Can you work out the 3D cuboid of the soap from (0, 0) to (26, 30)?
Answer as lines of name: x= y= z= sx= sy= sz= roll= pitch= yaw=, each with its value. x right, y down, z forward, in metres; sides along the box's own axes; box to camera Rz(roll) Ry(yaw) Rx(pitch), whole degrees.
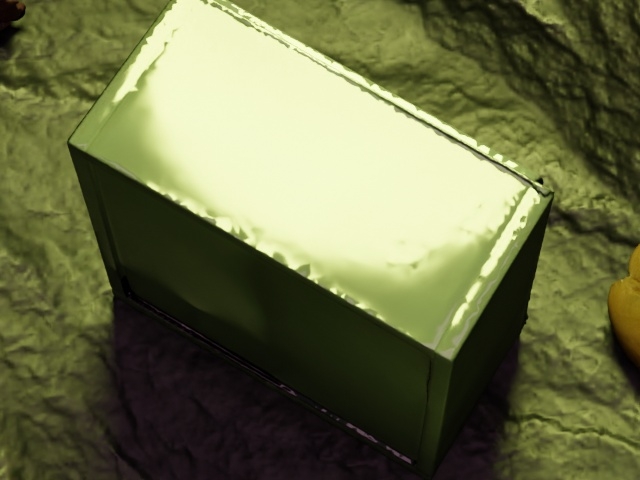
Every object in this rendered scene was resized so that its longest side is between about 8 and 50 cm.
soap: x=-0.335 y=-0.218 z=1.214 sx=0.182 sy=0.112 sz=0.289 roll=-32 pitch=70 yaw=-14

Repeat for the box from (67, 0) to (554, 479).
box: x=0.000 y=0.000 z=1.059 sx=0.225 sy=0.225 sz=0.117 roll=30 pitch=71 yaw=11

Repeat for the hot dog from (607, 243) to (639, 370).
hot dog: x=0.233 y=0.058 z=1.127 sx=0.140 sy=0.060 sz=0.090 roll=31 pitch=76 yaw=19
